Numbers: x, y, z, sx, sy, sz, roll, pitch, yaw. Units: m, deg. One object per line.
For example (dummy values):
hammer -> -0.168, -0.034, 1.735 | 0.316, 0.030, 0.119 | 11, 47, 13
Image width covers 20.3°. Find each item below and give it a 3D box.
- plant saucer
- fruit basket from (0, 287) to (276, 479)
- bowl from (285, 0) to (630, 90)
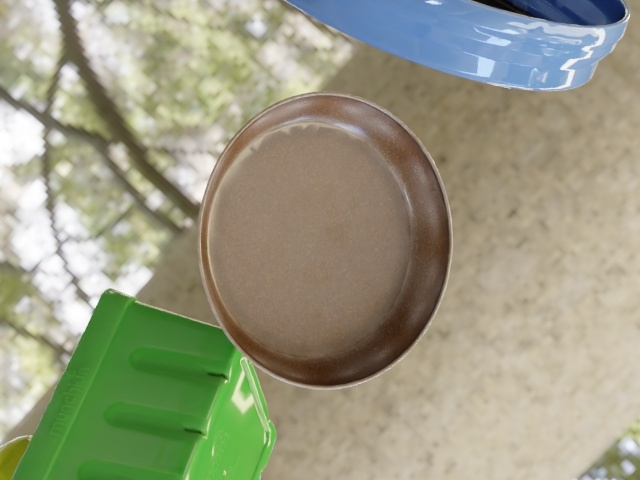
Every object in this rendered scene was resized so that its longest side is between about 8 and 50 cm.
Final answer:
plant saucer -> 0.000, 0.000, 1.879 | 0.310, 0.311, 0.050 | 37, 163, -25
fruit basket -> -0.264, 0.265, 1.922 | 0.392, 0.392, 0.283 | -119, 9, -51
bowl -> 0.102, -0.254, 1.714 | 0.391, 0.077, 0.391 | 18, -158, -8
